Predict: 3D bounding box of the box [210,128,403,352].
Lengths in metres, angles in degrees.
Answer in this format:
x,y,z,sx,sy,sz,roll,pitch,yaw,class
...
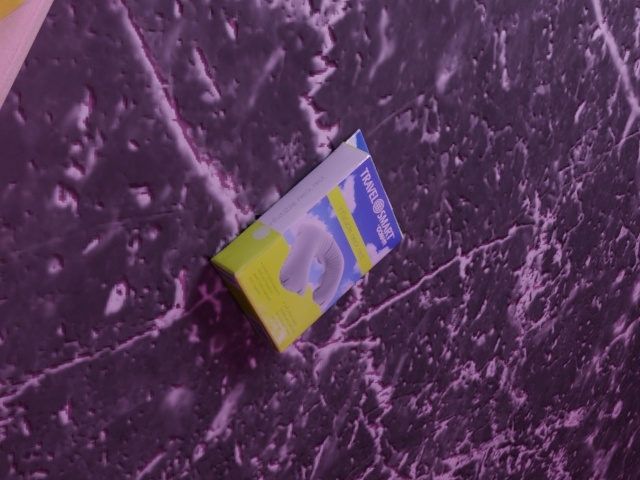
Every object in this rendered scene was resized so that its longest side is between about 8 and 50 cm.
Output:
x,y,z,sx,sy,sz,roll,pitch,yaw,class
0.000,0.000,0.756,0.178,0.042,0.109,-43,134,-18,box

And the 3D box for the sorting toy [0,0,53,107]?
x,y,z,sx,sy,sz,roll,pitch,yaw,class
-0.242,-0.129,0.464,0.193,0.038,0.208,22,95,-47,sorting toy
